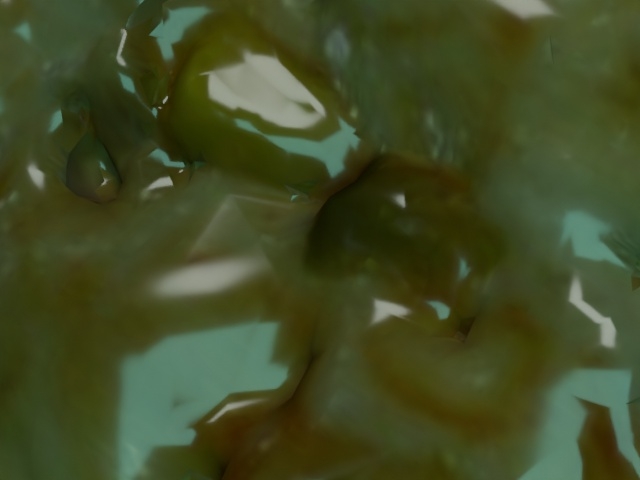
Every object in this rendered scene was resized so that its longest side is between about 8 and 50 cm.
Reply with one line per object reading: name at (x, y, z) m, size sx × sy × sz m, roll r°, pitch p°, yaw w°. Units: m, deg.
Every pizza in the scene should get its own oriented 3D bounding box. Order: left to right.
pizza at (-0.017, 0.028, 0.357) m, size 0.435 × 0.080 × 0.392 m, roll -29°, pitch 77°, yaw 9°
